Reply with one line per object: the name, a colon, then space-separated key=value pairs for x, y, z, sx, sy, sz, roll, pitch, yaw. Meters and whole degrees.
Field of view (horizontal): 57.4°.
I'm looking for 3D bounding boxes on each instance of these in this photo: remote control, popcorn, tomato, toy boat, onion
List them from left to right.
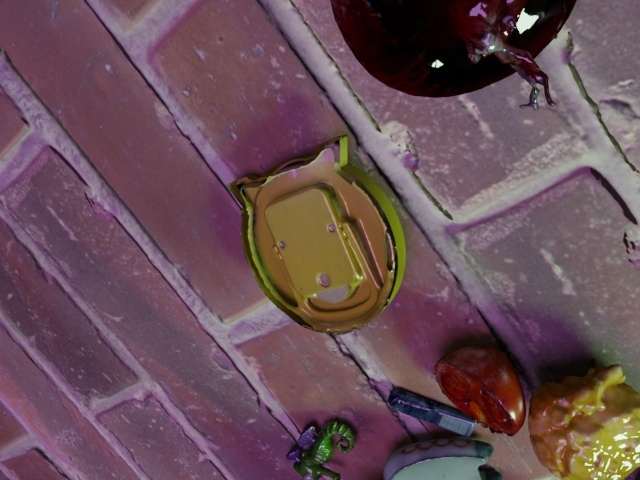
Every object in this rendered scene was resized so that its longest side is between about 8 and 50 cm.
remote control: x=0.191 y=0.301 z=1.020 sx=0.152 sy=0.027 sz=0.044 roll=18 pitch=118 yaw=10
toy boat: x=0.214 y=0.406 z=1.049 sx=0.207 sy=0.079 sz=0.134 roll=-16 pitch=118 yaw=17
onion: x=0.147 y=-0.258 z=0.600 sx=0.273 sy=0.285 sz=0.273 roll=-6 pitch=141 yaw=-5
tomato: x=0.260 y=0.219 z=0.899 sx=0.159 sy=0.091 sz=0.139 roll=22 pitch=145 yaw=58
popcorn: x=0.388 y=0.264 z=0.849 sx=0.180 sy=0.170 sz=0.180 roll=-5 pitch=148 yaw=-3

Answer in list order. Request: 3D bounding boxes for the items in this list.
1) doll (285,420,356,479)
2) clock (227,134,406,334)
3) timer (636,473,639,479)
doll: x=0.002 y=0.418 z=1.146 sx=0.115 sy=0.050 sz=0.190 roll=32 pitch=122 yaw=8
clock: x=0.003 y=0.000 z=0.910 sx=0.277 sy=0.071 sz=0.294 roll=-10 pitch=101 yaw=35
timer: x=0.616 y=0.410 z=0.874 sx=0.253 sy=0.078 sz=0.178 roll=12 pitch=121 yaw=15
